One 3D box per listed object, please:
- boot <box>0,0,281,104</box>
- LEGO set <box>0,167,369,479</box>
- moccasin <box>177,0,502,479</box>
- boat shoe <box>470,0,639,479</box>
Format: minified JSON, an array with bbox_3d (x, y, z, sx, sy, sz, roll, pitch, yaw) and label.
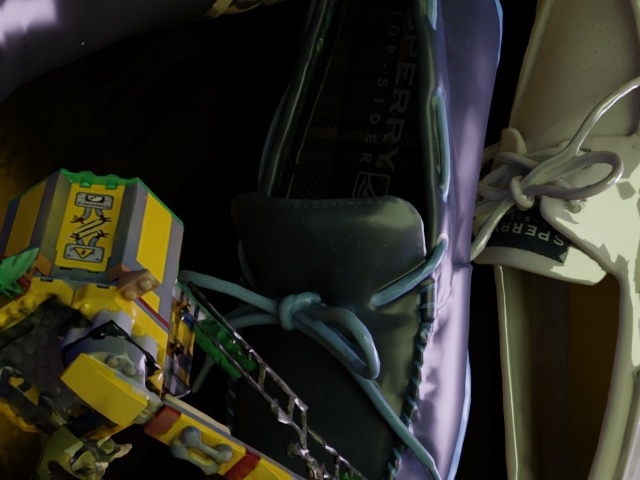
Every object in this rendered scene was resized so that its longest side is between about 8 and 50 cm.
[{"bbox_3d":[-0.147,-0.226,0.544,0.284,0.138,0.377,-24,106,-40],"label":"boot"},{"bbox_3d":[-0.074,0.162,0.487,0.331,0.255,0.192,58,19,-33],"label":"LEGO set"},{"bbox_3d":[0.000,0.000,0.656,0.117,0.137,0.342,37,55,-62],"label":"moccasin"},{"bbox_3d":[0.136,-0.010,0.798,0.156,0.136,0.367,-6,100,-39],"label":"boat shoe"}]
